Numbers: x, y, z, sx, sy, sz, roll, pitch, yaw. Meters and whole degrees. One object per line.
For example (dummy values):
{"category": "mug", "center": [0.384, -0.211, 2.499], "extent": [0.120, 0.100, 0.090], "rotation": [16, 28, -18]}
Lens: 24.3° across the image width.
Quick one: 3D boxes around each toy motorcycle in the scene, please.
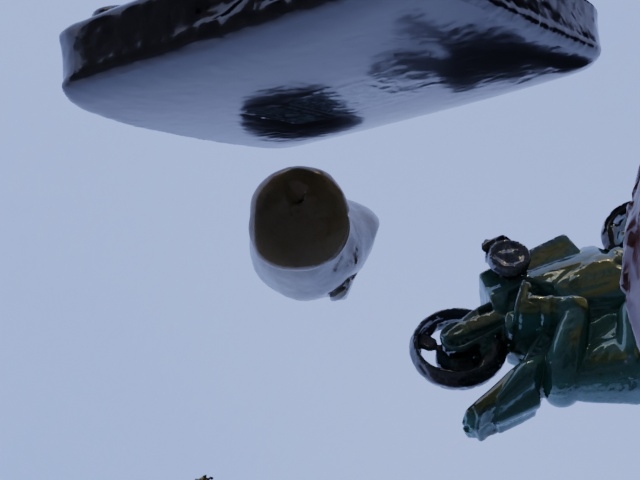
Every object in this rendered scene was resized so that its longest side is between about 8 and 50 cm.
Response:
{"category": "toy motorcycle", "center": [0.230, 0.078, 1.296], "extent": [0.296, 0.109, 0.198], "rotation": [-24, -133, -14]}

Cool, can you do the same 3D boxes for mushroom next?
{"category": "mushroom", "center": [-0.009, 0.003, 1.261], "extent": [0.108, 0.247, 0.096], "rotation": [-13, -99, 9]}

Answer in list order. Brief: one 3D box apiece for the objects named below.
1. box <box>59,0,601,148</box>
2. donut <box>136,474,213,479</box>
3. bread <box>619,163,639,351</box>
{"category": "box", "center": [0.012, -0.128, 0.988], "extent": [0.289, 0.290, 0.073], "rotation": [-12, -100, 33]}
{"category": "donut", "center": [-0.039, 0.127, 0.569], "extent": [0.097, 0.108, 0.043], "rotation": [48, -120, -25]}
{"category": "bread", "center": [0.299, 0.038, 0.730], "extent": [0.295, 0.114, 0.328], "rotation": [3, -126, 0]}
